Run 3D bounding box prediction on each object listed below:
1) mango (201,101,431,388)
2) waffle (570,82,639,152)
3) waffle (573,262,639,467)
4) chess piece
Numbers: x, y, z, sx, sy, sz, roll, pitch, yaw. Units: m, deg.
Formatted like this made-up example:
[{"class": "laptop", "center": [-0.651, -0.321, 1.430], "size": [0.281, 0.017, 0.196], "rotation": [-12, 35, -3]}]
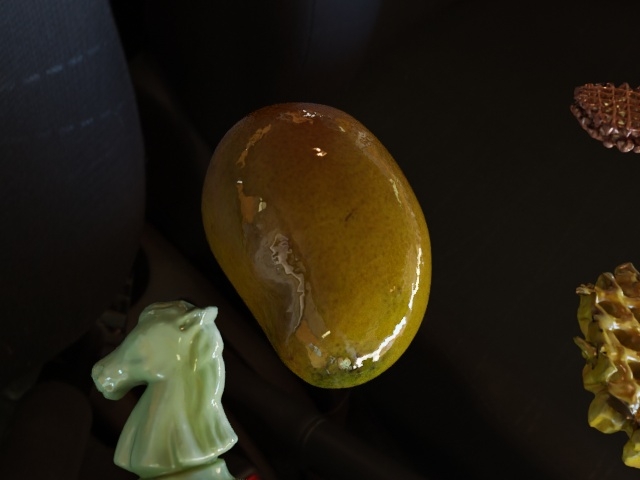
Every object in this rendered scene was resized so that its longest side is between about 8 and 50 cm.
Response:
[{"class": "mango", "center": [0.000, 0.000, 1.161], "size": [0.263, 0.221, 0.378], "rotation": [-6, 57, -19]}, {"class": "waffle", "center": [0.240, -0.097, 0.762], "size": [0.075, 0.029, 0.083], "rotation": [-14, 44, -24]}, {"class": "waffle", "center": [0.376, 0.154, 0.981], "size": [0.329, 0.062, 0.329], "rotation": [19, 41, -17]}, {"class": "chess piece", "center": [-0.187, 0.226, 1.193], "size": [0.175, 0.175, 0.298], "rotation": [-9, 84, -26]}]
